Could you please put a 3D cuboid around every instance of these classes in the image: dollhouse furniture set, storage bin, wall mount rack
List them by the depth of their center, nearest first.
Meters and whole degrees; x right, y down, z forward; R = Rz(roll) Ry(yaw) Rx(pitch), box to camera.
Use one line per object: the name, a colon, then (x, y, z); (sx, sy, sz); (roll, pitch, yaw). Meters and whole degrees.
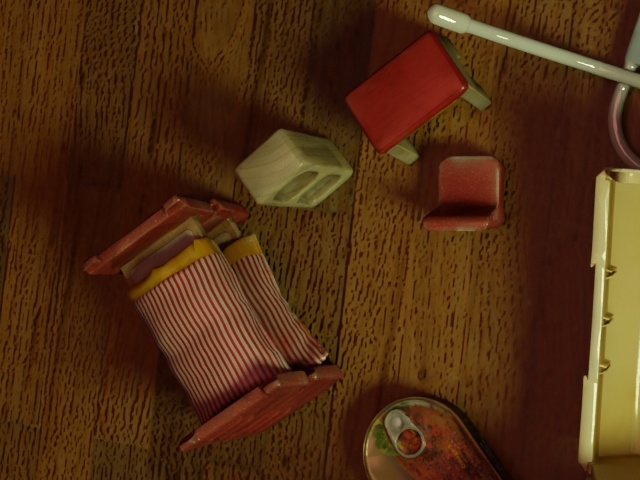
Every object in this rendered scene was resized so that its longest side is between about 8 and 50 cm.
storage bin: (0.339, 0.075, 1.291); (0.260, 0.123, 0.262); (4, 98, 17)
wall mount rack: (0.273, -0.234, 1.349); (0.304, 0.130, 0.350); (21, 97, 22)
dollhouse furniture set: (0.000, 0.000, 1.451); (0.374, 0.152, 0.201); (-37, 75, 19)

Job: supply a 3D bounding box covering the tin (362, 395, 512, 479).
tin: (0.115, 0.225, 1.461); (0.106, 0.040, 0.190); (-38, 75, 14)
